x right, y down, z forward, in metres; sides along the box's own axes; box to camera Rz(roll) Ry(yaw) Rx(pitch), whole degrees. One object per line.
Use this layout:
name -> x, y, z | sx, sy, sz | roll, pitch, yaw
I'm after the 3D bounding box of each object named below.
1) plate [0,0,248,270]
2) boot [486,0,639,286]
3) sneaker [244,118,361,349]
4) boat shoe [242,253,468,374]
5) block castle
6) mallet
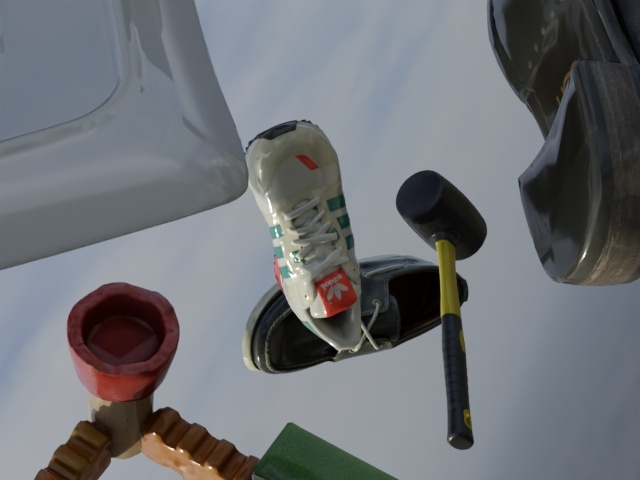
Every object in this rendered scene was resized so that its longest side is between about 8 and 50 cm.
plate -> -0.193, -0.081, 0.978 | 0.277, 0.278, 0.045 | -107, 2, -48
boot -> 0.192, -0.064, 0.785 | 0.091, 0.229, 0.263 | 117, 156, -56
sneaker -> 0.000, 0.000, 1.159 | 0.057, 0.075, 0.161 | -23, -40, -11
boat shoe -> 0.030, 0.061, 1.673 | 0.233, 0.079, 0.084 | -17, -67, -43
block castle -> -0.047, 0.248, 1.408 | 0.303, 0.453, 0.213 | -53, -16, -34
mallet -> 0.074, 0.037, 1.197 | 0.062, 0.039, 0.189 | 47, -149, -36
